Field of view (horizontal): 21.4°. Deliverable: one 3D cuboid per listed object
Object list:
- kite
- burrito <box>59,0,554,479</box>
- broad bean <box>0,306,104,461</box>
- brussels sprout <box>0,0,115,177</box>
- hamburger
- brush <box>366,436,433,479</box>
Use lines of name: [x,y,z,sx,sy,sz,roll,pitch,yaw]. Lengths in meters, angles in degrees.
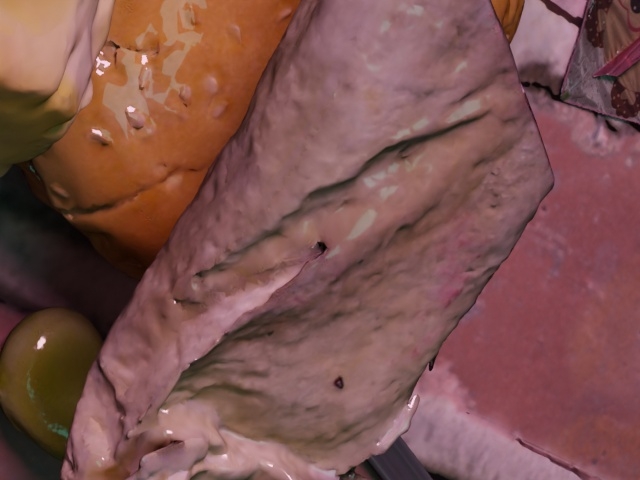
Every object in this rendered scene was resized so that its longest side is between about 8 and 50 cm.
kite: [0.239,-0.158,1.070,0.250,0.012,0.229,-37,123,-22]
burrito: [0.009,0.000,0.735,0.175,0.107,0.347,3,118,-49]
broad bean: [-0.134,0.075,0.862,0.063,0.045,0.083,-26,110,-28]
brussels sprout: [-0.182,-0.188,0.592,0.344,0.268,0.344,8,74,-28]
hamburger: [-0.018,-0.103,0.826,0.259,0.145,0.283,30,84,-38]
brush: [0.063,0.155,1.034,0.062,0.027,0.266,-46,125,-14]
